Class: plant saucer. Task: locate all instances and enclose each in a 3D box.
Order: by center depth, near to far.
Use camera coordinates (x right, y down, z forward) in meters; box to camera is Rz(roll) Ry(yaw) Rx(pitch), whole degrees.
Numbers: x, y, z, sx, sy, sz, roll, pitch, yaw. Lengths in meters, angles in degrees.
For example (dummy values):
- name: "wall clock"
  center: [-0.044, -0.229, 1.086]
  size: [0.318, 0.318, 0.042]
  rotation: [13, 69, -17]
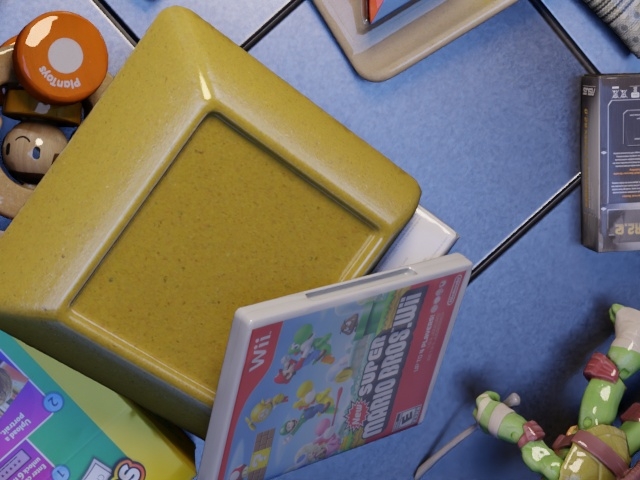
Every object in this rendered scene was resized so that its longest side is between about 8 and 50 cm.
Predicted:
- name: "plant saucer"
  center: [-0.094, 0.015, 1.230]
  size: [0.333, 0.081, 0.333]
  rotation: [34, 94, -31]

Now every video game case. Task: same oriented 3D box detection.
- name: "video game case"
  center: [0.017, 0.126, 1.285]
  size: [0.285, 0.025, 0.204]
  rotation: [-12, 128, -40]

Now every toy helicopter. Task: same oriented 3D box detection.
- name: "toy helicopter"
  center: [-0.206, -0.030, 1.274]
  size: [0.355, 0.140, 0.235]
  rotation: [38, 73, -20]

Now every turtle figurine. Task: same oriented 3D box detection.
- name: "turtle figurine"
  center: [0.254, 0.208, 1.403]
  size: [0.198, 0.275, 0.266]
  rotation: [40, 71, 11]

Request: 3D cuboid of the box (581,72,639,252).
- name: "box"
  center: [0.388, -0.085, 1.399]
  size: [0.231, 0.056, 0.183]
  rotation: [-3, 99, -6]

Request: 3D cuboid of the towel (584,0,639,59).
- name: "towel"
  center: [0.332, -0.403, 1.356]
  size: [0.312, 0.056, 0.324]
  rotation: [45, 93, -8]

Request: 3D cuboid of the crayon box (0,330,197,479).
- name: "crayon box"
  center: [-0.356, 0.226, 1.326]
  size: [0.363, 0.106, 0.313]
  rotation: [-41, 102, -1]

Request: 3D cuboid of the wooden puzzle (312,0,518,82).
- name: "wooden puzzle"
  center: [0.092, -0.370, 1.283]
  size: [0.322, 0.080, 0.348]
  rotation: [-31, 100, 9]

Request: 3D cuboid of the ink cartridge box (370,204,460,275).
- name: "ink cartridge box"
  center: [0.000, 0.000, 1.377]
  size: [0.224, 0.056, 0.181]
  rotation: [37, 93, 8]
